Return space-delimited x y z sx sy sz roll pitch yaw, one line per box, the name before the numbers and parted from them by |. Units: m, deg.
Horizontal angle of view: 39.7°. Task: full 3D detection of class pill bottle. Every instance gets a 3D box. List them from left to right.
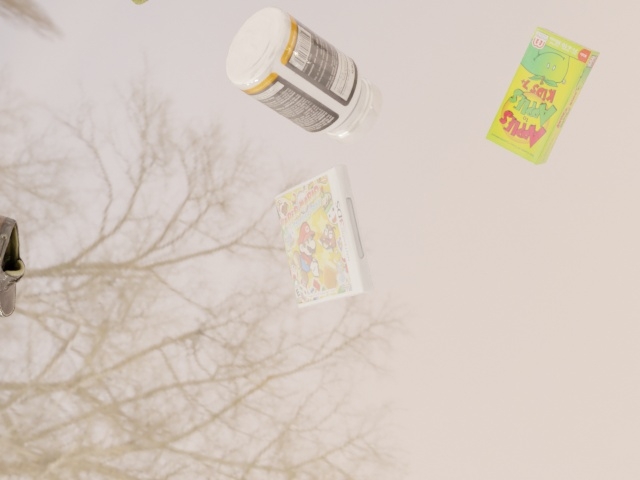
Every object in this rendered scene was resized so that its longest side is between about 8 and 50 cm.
pill bottle | -0.024 -0.295 1.637 0.162 0.278 0.162 -26 -130 37

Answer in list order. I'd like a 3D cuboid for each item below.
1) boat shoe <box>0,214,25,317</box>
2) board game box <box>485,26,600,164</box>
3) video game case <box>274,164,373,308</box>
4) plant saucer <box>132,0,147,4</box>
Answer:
boat shoe | -0.590 0.053 1.654 0.080 0.073 0.224 -60 158 -59
board game box | 0.329 -0.215 1.324 0.092 0.043 0.181 32 -67 24
video game case | 0.000 0.000 1.487 0.227 0.026 0.206 -21 -100 60
plant saucer | -0.232 -0.420 1.136 0.045 0.188 0.188 -2 -146 40
